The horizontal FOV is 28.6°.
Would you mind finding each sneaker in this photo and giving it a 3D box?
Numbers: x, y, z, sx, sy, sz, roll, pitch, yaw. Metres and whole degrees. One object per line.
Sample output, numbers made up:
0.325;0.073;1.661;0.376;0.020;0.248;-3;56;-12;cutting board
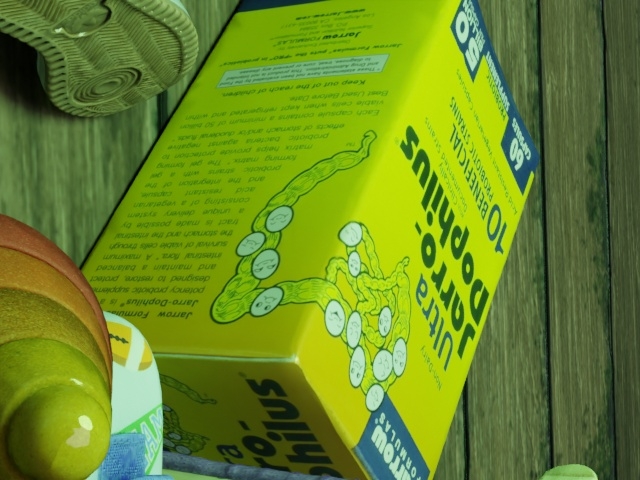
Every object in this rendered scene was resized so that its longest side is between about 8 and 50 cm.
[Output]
-0.159;-0.177;0.716;0.153;0.099;0.282;63;4;15;sneaker

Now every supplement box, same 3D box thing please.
0.000;0.000;0.882;0.194;0.195;0.356;60;42;-39;supplement box

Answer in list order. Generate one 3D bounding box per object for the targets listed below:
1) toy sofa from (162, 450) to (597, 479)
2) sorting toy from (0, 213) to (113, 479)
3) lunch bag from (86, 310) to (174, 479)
-0.015;0.182;0.689;0.177;0.362;0.150;-29;113;-49;toy sofa
-0.186;0.118;0.331;0.365;0.126;0.127;-37;111;-26;sorting toy
-0.175;0.162;0.533;0.115;0.243;0.303;4;86;-59;lunch bag
